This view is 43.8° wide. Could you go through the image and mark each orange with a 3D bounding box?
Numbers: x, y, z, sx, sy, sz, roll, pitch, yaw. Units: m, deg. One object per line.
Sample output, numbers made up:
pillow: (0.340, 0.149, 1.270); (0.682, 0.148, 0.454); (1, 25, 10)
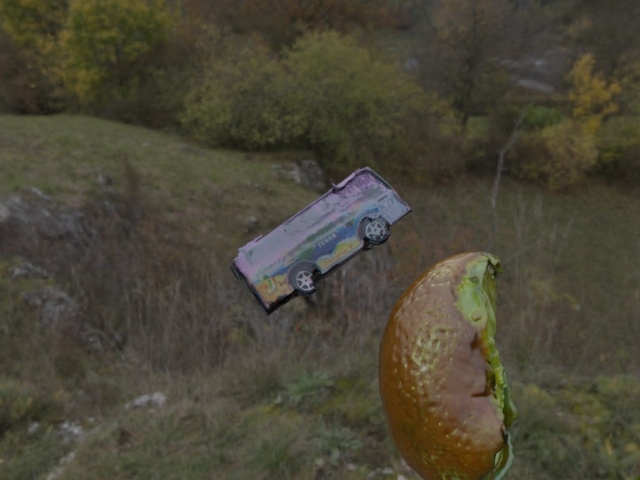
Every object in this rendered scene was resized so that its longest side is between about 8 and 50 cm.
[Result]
orange: (0.184, 0.189, 1.081); (0.196, 0.334, 0.262); (-13, -6, 29)

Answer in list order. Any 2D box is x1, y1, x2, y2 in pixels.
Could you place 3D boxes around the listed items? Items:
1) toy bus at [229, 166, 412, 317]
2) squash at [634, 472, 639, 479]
toy bus: (0.000, 0.000, 1.375); (0.317, 0.138, 0.112); (-36, 0, -16)
squash: (0.372, 0.243, 0.824); (0.066, 0.201, 0.066); (19, 31, -12)
